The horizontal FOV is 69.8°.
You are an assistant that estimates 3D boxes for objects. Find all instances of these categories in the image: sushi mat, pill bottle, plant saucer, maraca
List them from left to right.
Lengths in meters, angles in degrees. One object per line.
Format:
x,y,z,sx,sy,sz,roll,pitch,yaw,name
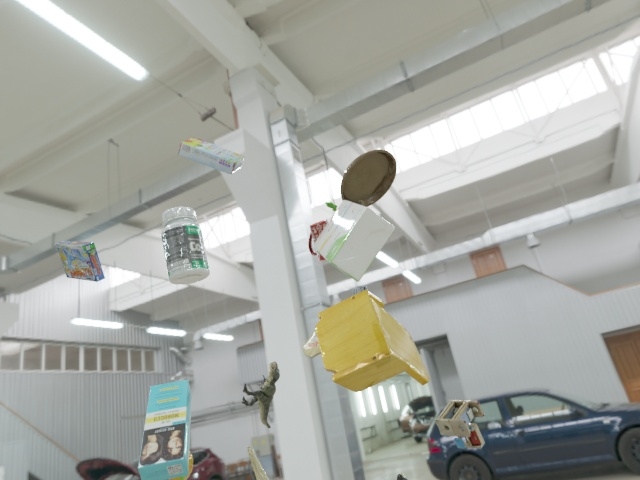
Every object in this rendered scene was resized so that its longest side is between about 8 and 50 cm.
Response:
-0.520,0.833,1.673,0.099,0.127,0.186,3,-66,-30,maraca
-0.695,0.026,2.335,0.204,0.361,0.204,-15,-17,-4,pill bottle
-0.130,0.669,1.199,0.019,0.152,0.316,-20,8,-21,sushi mat
0.192,-0.255,1.883,0.277,0.041,0.278,-22,-42,-21,plant saucer

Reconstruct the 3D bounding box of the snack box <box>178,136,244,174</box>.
-0.276,-0.217,1.169,0.141,0.100,0.037,21,-69,-2,snack box

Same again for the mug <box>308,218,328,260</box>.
0.001,0.001,2.134,0.150,0.170,0.113,-18,7,11,mug

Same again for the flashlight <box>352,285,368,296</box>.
0.215,0.384,2.366,0.103,0.304,0.103,-1,-43,-9,flashlight

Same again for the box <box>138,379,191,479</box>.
-0.372,0.455,1.115,0.100,0.244,0.060,-8,-61,-10,box

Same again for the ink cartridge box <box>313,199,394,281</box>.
0.091,-0.015,1.529,0.119,0.207,0.353,34,1,-14,ink cartridge box

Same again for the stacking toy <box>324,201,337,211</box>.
0.126,-0.077,1.902,0.221,0.167,0.052,28,-81,-28,stacking toy

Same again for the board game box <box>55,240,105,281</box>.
-0.855,0.072,1.630,0.201,0.136,0.035,1,20,34,board game box

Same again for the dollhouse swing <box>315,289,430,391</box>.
0.198,0.429,1.764,0.315,0.347,0.305,-27,-55,6,dollhouse swing

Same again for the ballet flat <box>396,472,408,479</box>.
0.338,0.948,1.698,0.049,0.173,0.057,-2,-39,-43,ballet flat

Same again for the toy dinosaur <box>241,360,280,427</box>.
-0.214,0.549,1.607,0.118,0.268,0.064,10,18,-4,toy dinosaur

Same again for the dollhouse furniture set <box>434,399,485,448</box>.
0.542,0.711,1.704,0.129,0.184,0.128,-28,5,-43,dollhouse furniture set

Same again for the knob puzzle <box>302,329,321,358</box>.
0.004,0.446,1.977,0.213,0.030,0.213,-28,15,8,knob puzzle
